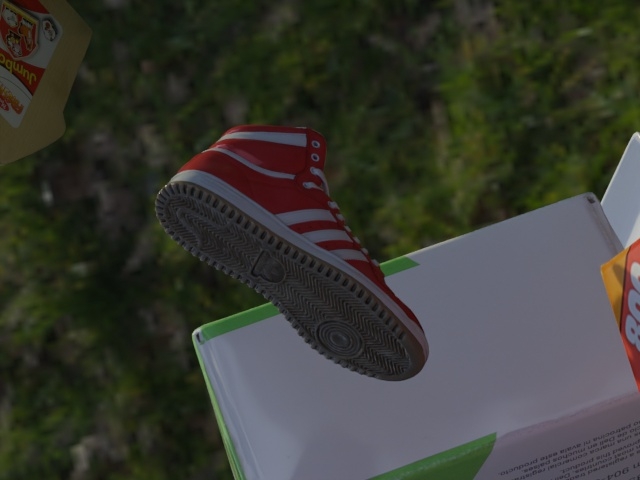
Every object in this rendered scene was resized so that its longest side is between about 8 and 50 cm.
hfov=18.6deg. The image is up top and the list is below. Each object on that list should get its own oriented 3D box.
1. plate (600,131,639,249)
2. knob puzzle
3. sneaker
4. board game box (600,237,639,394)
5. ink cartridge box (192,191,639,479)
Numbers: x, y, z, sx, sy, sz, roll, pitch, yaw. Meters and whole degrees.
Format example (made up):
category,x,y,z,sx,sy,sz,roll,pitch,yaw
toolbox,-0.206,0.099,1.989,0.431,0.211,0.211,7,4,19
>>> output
category,x,y,z,sx,sy,sz,roll,pitch,yaw
plate,0.281,0.092,1.734,0.277,0.045,0.278,107,162,-45
knob puzzle,-0.246,-0.132,1.336,0.030,0.213,0.213,-16,87,34
sneaker,0.000,0.000,0.749,0.118,0.067,0.042,37,131,-1
board game box,0.353,0.087,0.550,0.356,0.356,0.356,129,127,-66
ink cartridge box,0.065,0.126,0.953,0.273,0.198,0.114,80,169,-53
